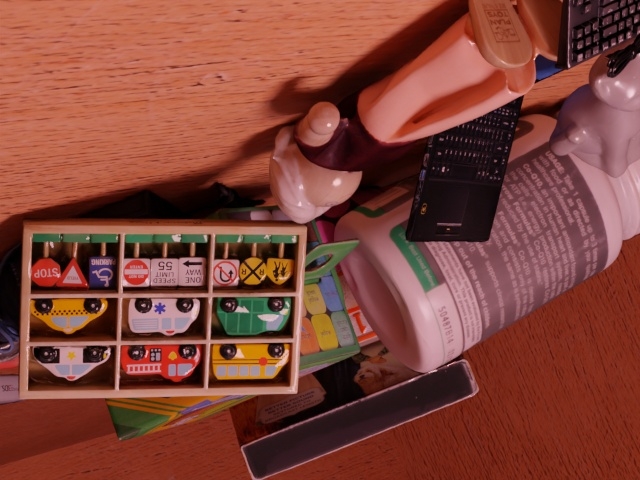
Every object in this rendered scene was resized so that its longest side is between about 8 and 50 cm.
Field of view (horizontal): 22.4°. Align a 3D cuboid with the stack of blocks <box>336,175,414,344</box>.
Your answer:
[{"bbox_3d":[0.070,0.034,2.037,0.297,0.171,0.087,-22,171,4],"label":"stack of blocks"}]

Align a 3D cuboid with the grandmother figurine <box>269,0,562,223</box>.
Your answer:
[{"bbox_3d":[0.063,-0.109,1.424,0.207,0.104,0.342,-2,159,-38],"label":"grandmother figurine"}]

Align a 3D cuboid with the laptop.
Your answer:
[{"bbox_3d":[0.212,-0.111,1.594,0.136,0.264,0.234,16,-174,24],"label":"laptop"}]

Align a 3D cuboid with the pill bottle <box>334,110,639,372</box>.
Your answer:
[{"bbox_3d":[0.215,-0.018,1.853,0.361,0.204,0.204,-29,173,-14],"label":"pill bottle"}]

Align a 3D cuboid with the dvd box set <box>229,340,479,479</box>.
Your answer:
[{"bbox_3d":[0.012,0.141,2.171,0.307,0.062,0.420,-21,-155,-1],"label":"dvd box set"}]

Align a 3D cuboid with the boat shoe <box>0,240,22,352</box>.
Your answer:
[{"bbox_3d":[-0.311,0.074,1.649,0.089,0.109,0.258,-14,168,-15],"label":"boat shoe"}]

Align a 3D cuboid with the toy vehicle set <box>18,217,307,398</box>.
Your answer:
[{"bbox_3d":[-0.150,0.063,1.523,0.266,0.166,0.035,0,-168,-13],"label":"toy vehicle set"}]

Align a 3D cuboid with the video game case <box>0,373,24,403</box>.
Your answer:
[{"bbox_3d":[-0.538,0.187,1.798,0.328,0.036,0.300,-9,174,13],"label":"video game case"}]

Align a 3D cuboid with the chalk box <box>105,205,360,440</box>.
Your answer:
[{"bbox_3d":[-0.086,0.073,1.705,0.289,0.179,0.180,-25,170,30],"label":"chalk box"}]

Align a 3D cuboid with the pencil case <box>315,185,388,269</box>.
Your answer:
[{"bbox_3d":[0.000,0.000,1.915,0.209,0.098,0.095,-16,170,-31],"label":"pencil case"}]

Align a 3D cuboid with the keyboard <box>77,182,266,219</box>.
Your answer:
[{"bbox_3d":[-0.163,-0.011,1.710,0.201,0.033,0.317,-21,172,4],"label":"keyboard"}]

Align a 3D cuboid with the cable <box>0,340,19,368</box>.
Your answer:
[{"bbox_3d":[-0.439,0.139,1.764,0.287,0.072,0.139,-18,-157,-36],"label":"cable"}]

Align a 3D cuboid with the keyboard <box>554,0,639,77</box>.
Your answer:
[{"bbox_3d":[0.264,-0.189,1.334,0.180,0.023,0.108,-26,134,-30],"label":"keyboard"}]

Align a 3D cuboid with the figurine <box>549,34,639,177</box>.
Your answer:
[{"bbox_3d":[0.314,-0.172,1.505,0.215,0.092,0.209,-43,166,-11],"label":"figurine"}]
